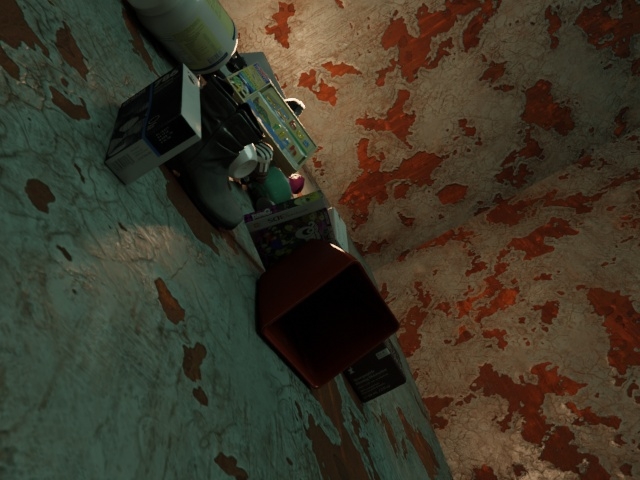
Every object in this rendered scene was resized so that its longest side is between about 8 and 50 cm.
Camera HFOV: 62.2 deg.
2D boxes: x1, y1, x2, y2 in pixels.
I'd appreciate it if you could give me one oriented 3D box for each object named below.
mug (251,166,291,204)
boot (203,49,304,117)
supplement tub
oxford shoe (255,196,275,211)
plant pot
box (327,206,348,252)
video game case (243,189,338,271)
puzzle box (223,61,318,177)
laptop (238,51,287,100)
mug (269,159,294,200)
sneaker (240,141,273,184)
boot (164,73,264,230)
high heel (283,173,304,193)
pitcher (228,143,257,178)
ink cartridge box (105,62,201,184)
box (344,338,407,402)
[{"bbox_3d":[-0.174,-0.163,1.814,0.129,0.097,0.158,34,-35,39],"label":"mug"},{"bbox_3d":[-0.281,-0.633,2.150,0.445,0.146,0.367,47,33,-16],"label":"boot"},{"bbox_3d":[-0.427,-0.703,1.660,0.236,0.235,0.325,64,9,22],"label":"supplement tub"},{"bbox_3d":[-0.154,-0.052,1.780,0.212,0.076,0.076,55,-21,-18],"label":"oxford shoe"},{"bbox_3d":[-0.008,0.152,1.327,0.267,0.267,0.236,55,-2,-36],"label":"plant pot"},{"bbox_3d":[0.000,0.000,1.979,0.119,0.181,0.181,54,23,-40],"label":"box"},{"bbox_3d":[-0.068,-0.005,1.403,0.042,0.210,0.232,-109,-178,-48],"label":"video game case"},{"bbox_3d":[-0.181,-0.453,1.971,0.409,0.052,0.272,52,31,-14],"label":"puzzle box"},{"bbox_3d":[-0.368,-0.773,2.315,0.236,0.407,0.382,111,-39,-54],"label":"laptop"},{"bbox_3d":[-0.172,-0.191,1.965,0.150,0.113,0.169,-97,162,-54],"label":"mug"},{"bbox_3d":[-0.267,-0.269,1.726,0.281,0.106,0.163,39,-46,36],"label":"sneaker"},{"bbox_3d":[-0.217,-0.188,1.223,0.338,0.222,0.118,55,9,-38],"label":"boot"},{"bbox_3d":[-0.149,-0.217,2.330,0.377,0.127,0.182,48,43,-73],"label":"high heel"},{"bbox_3d":[-0.291,-0.284,1.548,0.207,0.125,0.177,53,27,15],"label":"pitcher"},{"bbox_3d":[-0.316,-0.248,1.031,0.065,0.165,0.333,54,10,-35],"label":"ink cartridge box"},{"bbox_3d":[0.163,0.393,1.783,0.203,0.168,0.167,59,9,-13],"label":"box"}]
